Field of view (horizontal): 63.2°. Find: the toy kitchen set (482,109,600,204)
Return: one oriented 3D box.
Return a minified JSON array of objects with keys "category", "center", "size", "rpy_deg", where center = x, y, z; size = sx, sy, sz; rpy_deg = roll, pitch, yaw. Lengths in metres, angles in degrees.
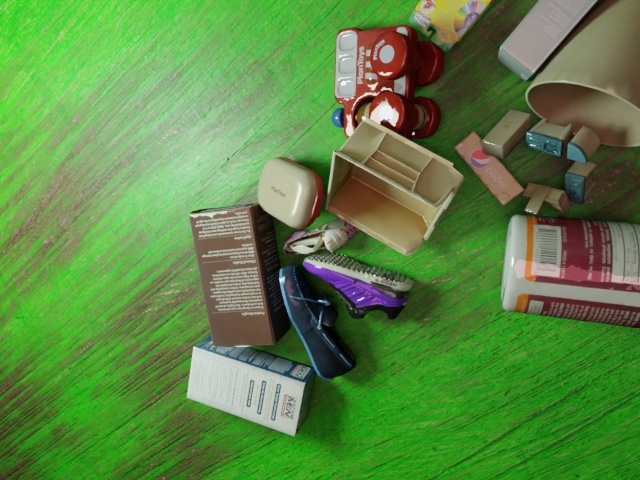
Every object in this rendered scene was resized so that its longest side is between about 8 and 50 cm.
[{"category":"toy kitchen set","center":[0.490,-0.171,1.164],"size":[0.207,0.122,0.166],"rpy_deg":[29,155,39]}]

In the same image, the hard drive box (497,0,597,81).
[{"category":"hard drive box","center":[0.481,-0.458,1.076],"size":[0.089,0.181,0.232],"rpy_deg":[41,111,5]}]

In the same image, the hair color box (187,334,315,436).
[{"category":"hair color box","center":[-0.202,0.414,1.507],"size":[0.348,0.105,0.173],"rpy_deg":[15,105,15]}]

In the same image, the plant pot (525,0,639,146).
[{"category":"plant pot","center":[0.596,-0.370,1.043],"size":[0.257,0.256,0.273],"rpy_deg":[27,90,11]}]

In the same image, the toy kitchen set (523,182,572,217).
[{"category":"toy kitchen set","center":[0.508,-0.078,1.181],"size":[0.083,0.075,0.068],"rpy_deg":[25,83,44]}]

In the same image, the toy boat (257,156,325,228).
[{"category":"toy boat","center":[-0.055,-0.125,1.336],"size":[0.231,0.151,0.150],"rpy_deg":[33,113,43]}]

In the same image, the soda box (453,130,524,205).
[{"category":"soda box","center":[0.396,-0.171,1.225],"size":[0.061,0.058,0.181],"rpy_deg":[-40,86,20]}]

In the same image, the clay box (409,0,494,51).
[{"category":"clay box","center":[0.318,-0.550,1.175],"size":[0.127,0.053,0.222],"rpy_deg":[43,109,5]}]

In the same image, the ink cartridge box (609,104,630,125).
[{"category":"ink cartridge box","center":[0.681,-0.252,1.133],"size":[0.083,0.028,0.048],"rpy_deg":[38,110,7]}]

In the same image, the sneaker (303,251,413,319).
[{"category":"sneaker","center":[0.083,0.131,1.361],"size":[0.294,0.102,0.146],"rpy_deg":[17,106,14]}]

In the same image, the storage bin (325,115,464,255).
[{"category":"storage bin","center":[0.160,-0.111,1.198],"size":[0.261,0.262,0.123],"rpy_deg":[31,68,10]}]

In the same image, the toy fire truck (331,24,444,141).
[{"category":"toy fire truck","center":[0.138,-0.353,1.234],"size":[0.254,0.169,0.301],"rpy_deg":[11,105,40]}]

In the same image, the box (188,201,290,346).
[{"category":"box","center":[-0.216,0.092,1.432],"size":[0.191,0.143,0.380],"rpy_deg":[-5,98,18]}]

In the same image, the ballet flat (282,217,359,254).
[{"category":"ballet flat","center":[0.000,0.000,1.371],"size":[0.222,0.079,0.076],"rpy_deg":[-14,122,20]}]

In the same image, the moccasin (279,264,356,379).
[{"category":"moccasin","center":[0.000,0.209,1.405],"size":[0.117,0.137,0.341],"rpy_deg":[-20,109,16]}]

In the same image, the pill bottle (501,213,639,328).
[{"category":"pill bottle","center":[0.605,0.067,1.118],"size":[0.393,0.224,0.223],"rpy_deg":[6,103,16]}]
